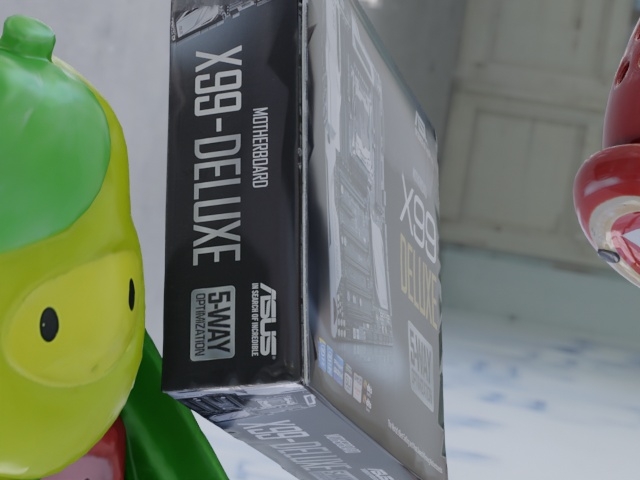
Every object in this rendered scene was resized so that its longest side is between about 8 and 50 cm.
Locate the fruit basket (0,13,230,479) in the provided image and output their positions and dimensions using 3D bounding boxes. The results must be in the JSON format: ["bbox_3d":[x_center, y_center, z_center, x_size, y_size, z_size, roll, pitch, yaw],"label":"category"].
[{"bbox_3d":[-0.175,0.089,0.819,0.283,0.392,0.392,61,14,1],"label":"fruit basket"}]

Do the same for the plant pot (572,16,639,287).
[{"bbox_3d":[0.265,-0.056,1.154,0.174,0.191,0.191,-61,161,-24],"label":"plant pot"}]

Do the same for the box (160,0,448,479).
[{"bbox_3d":[0.000,0.000,1.016,0.307,0.076,0.242,49,38,-66],"label":"box"}]
